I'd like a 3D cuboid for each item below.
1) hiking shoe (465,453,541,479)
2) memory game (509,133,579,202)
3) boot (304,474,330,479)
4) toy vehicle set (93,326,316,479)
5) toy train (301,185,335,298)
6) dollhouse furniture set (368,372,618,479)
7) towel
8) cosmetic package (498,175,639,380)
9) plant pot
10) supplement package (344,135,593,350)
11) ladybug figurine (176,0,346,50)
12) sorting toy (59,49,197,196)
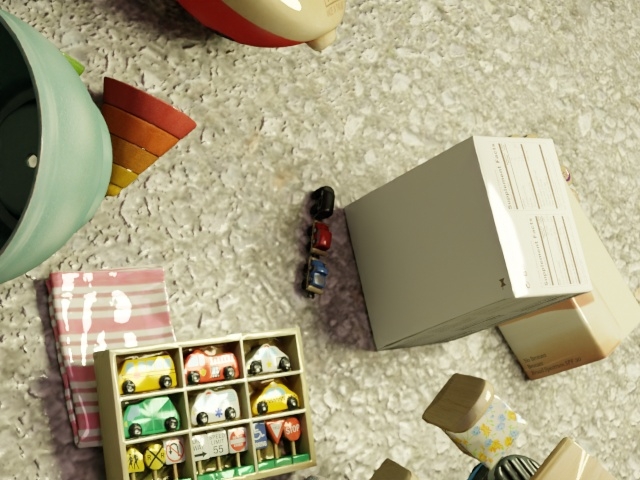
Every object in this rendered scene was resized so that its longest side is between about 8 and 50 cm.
[{"bbox_3d":[0.187,0.406,1.424,0.113,0.132,0.304,32,79,-7],"label":"hiking shoe"},{"bbox_3d":[0.336,-0.080,1.793,0.186,0.012,0.186,15,64,-33],"label":"memory game"},{"bbox_3d":[0.040,0.363,1.366,0.190,0.069,0.086,36,61,-11],"label":"boot"},{"bbox_3d":[-0.123,0.192,1.295,0.266,0.035,0.166,-3,82,-42],"label":"toy vehicle set"},{"bbox_3d":[0.000,0.000,1.489,0.027,0.036,0.158,22,61,-29],"label":"toy train"},{"bbox_3d":[0.197,0.403,1.225,0.362,0.256,0.394,42,81,-6],"label":"dollhouse furniture set"},{"bbox_3d":[-0.220,0.124,1.278,0.144,0.029,0.197,-4,75,-37],"label":"towel"},{"bbox_3d":[0.304,0.031,1.636,0.129,0.153,0.296,-34,93,-41],"label":"cosmetic package"},{"bbox_3d":[-0.331,-0.086,1.140,0.196,0.293,0.293,6,67,-65],"label":"plant pot"},{"bbox_3d":[0.180,0.007,1.475,0.145,0.262,0.204,-2,74,-39],"label":"supplement package"},{"bbox_3d":[-0.141,-0.411,1.436,0.449,0.162,0.305,54,31,-4],"label":"ladybug figurine"},{"bbox_3d":[-0.322,-0.158,1.286,0.365,0.127,0.126,26,88,-24],"label":"sorting toy"}]
